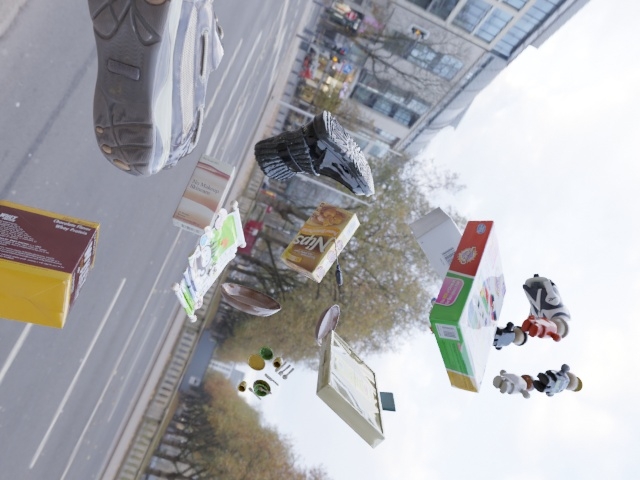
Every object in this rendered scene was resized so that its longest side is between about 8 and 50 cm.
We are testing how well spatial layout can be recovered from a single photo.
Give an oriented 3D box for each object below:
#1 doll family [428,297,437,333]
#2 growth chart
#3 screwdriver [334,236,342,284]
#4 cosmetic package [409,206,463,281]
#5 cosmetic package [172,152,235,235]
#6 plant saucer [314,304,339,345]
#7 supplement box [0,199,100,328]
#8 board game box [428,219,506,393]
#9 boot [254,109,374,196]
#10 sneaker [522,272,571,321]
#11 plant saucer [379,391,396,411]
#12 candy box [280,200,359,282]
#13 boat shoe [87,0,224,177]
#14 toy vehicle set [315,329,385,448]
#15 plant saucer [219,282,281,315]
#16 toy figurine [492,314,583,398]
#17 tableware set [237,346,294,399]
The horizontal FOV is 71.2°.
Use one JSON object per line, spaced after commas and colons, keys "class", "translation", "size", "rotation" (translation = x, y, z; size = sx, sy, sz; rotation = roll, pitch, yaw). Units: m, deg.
{"class": "doll family", "translation": [0.546, 0.370, 1.885], "size": [0.118, 0.262, 0.163], "rotation": [-56, -164, 22]}
{"class": "growth chart", "translation": [-0.231, 0.040, 0.944], "size": [0.237, 0.021, 0.172], "rotation": [-59, 161, -26]}
{"class": "screwdriver", "translation": [0.061, 0.071, 1.540], "size": [0.024, 0.025, 0.170], "rotation": [18, -67, 61]}
{"class": "cosmetic package", "translation": [0.432, 0.024, 1.547], "size": [0.138, 0.224, 0.225], "rotation": [-33, -171, 11]}
{"class": "cosmetic package", "translation": [-0.470, -0.180, 1.812], "size": [0.129, 0.153, 0.297], "rotation": [139, -30, -70]}
{"class": "plant saucer", "translation": [0.022, 0.324, 1.728], "size": [0.168, 0.029, 0.169], "rotation": [-46, 146, -45]}
{"class": "supplement box", "translation": [-0.571, 0.043, 0.882], "size": [0.194, 0.191, 0.129], "rotation": [-101, -149, -55]}
{"class": "board game box", "translation": [0.352, 0.144, 1.029], "size": [0.064, 0.242, 0.317], "rotation": [2, -139, 35]}
{"class": "boot", "translation": [-0.010, -0.228, 1.383], "size": [0.260, 0.348, 0.131], "rotation": [-21, -136, 27]}
{"class": "sneaker", "translation": [0.660, 0.177, 1.338], "size": [0.235, 0.093, 0.153], "rotation": [33, 44, -70]}
{"class": "plant saucer", "translation": [0.178, 0.554, 1.557], "size": [0.191, 0.018, 0.067], "rotation": [-11, -93, 37]}
{"class": "candy box", "translation": [0.000, 0.000, 1.868], "size": [0.317, 0.182, 0.088], "rotation": [-54, 144, -18]}
{"class": "boat shoe", "translation": [-0.196, -0.258, 0.556], "size": [0.130, 0.132, 0.356], "rotation": [-37, 150, -59]}
{"class": "toy vehicle set", "translation": [0.066, 0.318, 1.000], "size": [0.035, 0.166, 0.267], "rotation": [-43, -174, 10]}
{"class": "plant saucer", "translation": [-0.217, 0.184, 1.360], "size": [0.198, 0.198, 0.036], "rotation": [-135, -115, -81]}
{"class": "toy figurine", "translation": [0.567, 0.312, 1.199], "size": [0.213, 0.148, 0.210], "rotation": [-38, -128, 54]}
{"class": "tableware set", "translation": [-0.141, 0.318, 1.061], "size": [0.154, 0.104, 0.024], "rotation": [-46, -176, 26]}
